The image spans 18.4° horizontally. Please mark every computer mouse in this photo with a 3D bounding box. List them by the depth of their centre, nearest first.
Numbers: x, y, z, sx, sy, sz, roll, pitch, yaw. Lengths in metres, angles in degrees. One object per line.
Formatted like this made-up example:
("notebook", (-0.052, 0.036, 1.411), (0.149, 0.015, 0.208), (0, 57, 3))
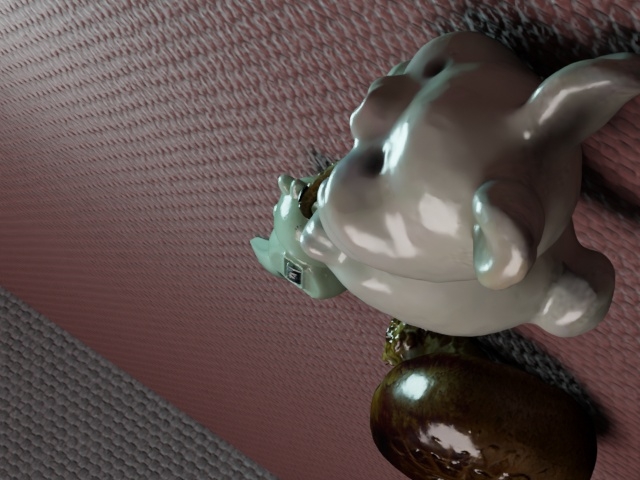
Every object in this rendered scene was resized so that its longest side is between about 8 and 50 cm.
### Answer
("computer mouse", (-0.055, 0.026, 2.396), (0.056, 0.032, 0.110), (47, 163, -30))

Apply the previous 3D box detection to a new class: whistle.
("whistle", (0.000, 0.002, 2.048), (0.253, 0.106, 0.102), (92, 155, -65))

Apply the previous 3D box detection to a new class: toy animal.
("toy animal", (0.130, -0.033, 1.447), (0.241, 0.196, 0.367), (29, 167, 3))

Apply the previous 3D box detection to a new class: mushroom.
("mushroom", (0.165, 0.202, 2.153), (0.278, 0.163, 0.297), (35, 167, 9))

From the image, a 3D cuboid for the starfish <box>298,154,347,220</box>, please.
("starfish", (0.058, -0.038, 1.681), (0.146, 0.190, 0.074), (22, 117, 32))
